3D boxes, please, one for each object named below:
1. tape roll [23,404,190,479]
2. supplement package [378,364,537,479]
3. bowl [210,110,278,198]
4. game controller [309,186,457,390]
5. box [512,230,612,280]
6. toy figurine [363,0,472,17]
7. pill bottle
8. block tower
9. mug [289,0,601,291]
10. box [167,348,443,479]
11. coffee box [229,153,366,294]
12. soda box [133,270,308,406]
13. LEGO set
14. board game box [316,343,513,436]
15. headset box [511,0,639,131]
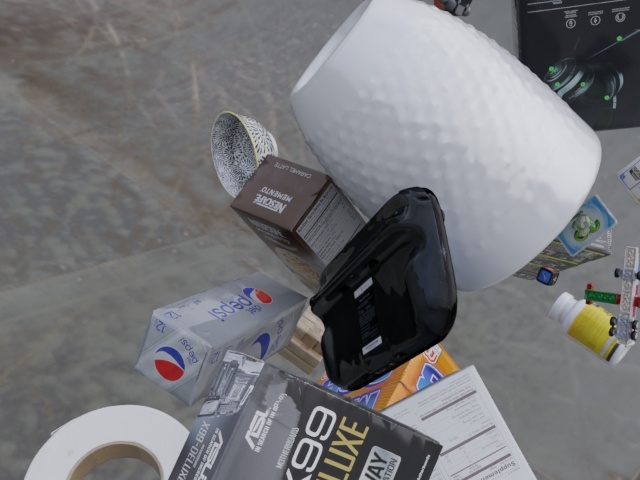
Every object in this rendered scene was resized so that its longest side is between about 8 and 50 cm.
[{"bbox_3d":[-0.437,0.536,1.627,0.392,0.072,0.392,1,47,-1],"label":"tape roll"},{"bbox_3d":[0.160,0.327,0.979,0.198,0.199,0.262,-26,78,-6],"label":"supplement package"},{"bbox_3d":[-0.134,-0.167,1.451,0.080,0.170,0.170,-17,43,-34],"label":"bowl"},{"bbox_3d":[0.066,0.069,0.885,0.067,0.319,0.166,-8,70,-23],"label":"game controller"},{"bbox_3d":[0.360,0.000,1.407,0.270,0.216,0.060,12,68,-24],"label":"box"},{"bbox_3d":[0.195,-0.486,1.503,0.213,0.148,0.209,22,18,-7],"label":"toy figurine"},{"bbox_3d":[0.630,0.201,1.772,0.184,0.103,0.103,37,32,28],"label":"pill bottle"},{"bbox_3d":[0.029,0.145,1.693,0.097,0.091,0.335,36,42,0],"label":"block tower"},{"bbox_3d":[0.135,-0.155,1.014,0.328,0.276,0.374,38,13,-14],"label":"mug"},{"bbox_3d":[-0.041,0.289,0.722,0.242,0.307,0.076,32,-14,-31],"label":"box"},{"bbox_3d":[0.000,0.000,1.109,0.141,0.098,0.246,22,-20,44],"label":"coffee box"},{"bbox_3d":[-0.127,0.126,1.059,0.098,0.091,0.286,28,18,17],"label":"soda box"},{"bbox_3d":[0.398,0.017,0.965,0.060,0.244,0.182,-3,56,-50],"label":"LEGO set"},{"bbox_3d":[0.168,0.494,1.798,0.356,0.356,0.356,51,44,-12],"label":"board game box"},{"bbox_3d":[0.412,-0.296,1.122,0.246,0.283,0.131,-5,31,12],"label":"headset box"}]
